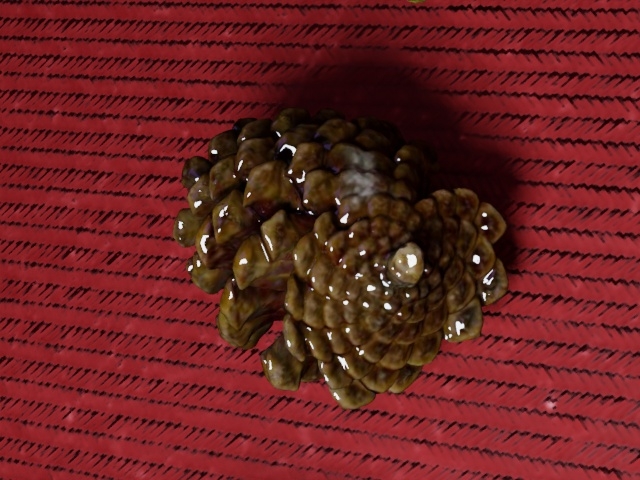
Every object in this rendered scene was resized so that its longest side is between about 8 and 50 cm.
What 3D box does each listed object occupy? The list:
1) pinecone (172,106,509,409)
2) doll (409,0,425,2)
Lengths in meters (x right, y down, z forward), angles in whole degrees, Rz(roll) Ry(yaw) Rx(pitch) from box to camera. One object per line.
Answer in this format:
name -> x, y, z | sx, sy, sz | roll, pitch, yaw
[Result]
pinecone -> 0.001, -0.002, 1.211 | 0.169, 0.185, 0.212 | -61, 40, 21
doll -> 0.139, -0.227, 1.239 | 0.209, 0.097, 0.137 | -29, 26, 14
